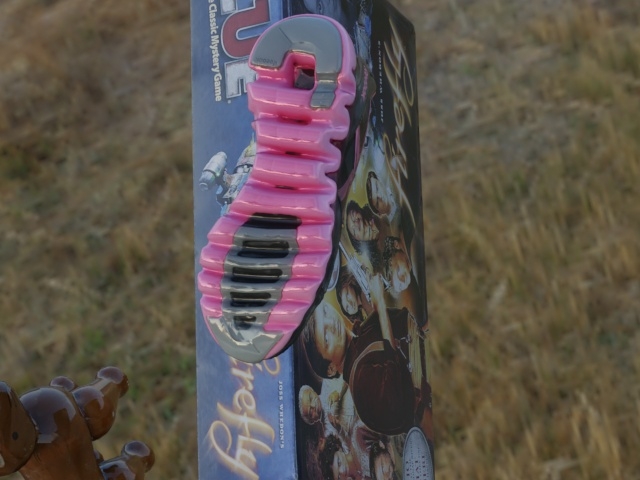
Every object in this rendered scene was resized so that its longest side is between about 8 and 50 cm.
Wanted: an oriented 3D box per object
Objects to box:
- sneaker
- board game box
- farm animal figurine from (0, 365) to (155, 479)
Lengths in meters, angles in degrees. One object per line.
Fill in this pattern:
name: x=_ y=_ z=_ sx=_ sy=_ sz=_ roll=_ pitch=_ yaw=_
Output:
sneaker: x=-0.005 y=-0.015 z=0.560 sx=0.047 sy=0.057 sz=0.119 roll=14 pitch=87 yaw=21
board game box: x=0.000 y=0.000 z=0.685 sx=0.042 sy=0.165 sz=0.243 roll=-7 pitch=76 yaw=21
farm animal figurine: x=-0.273 y=0.149 z=0.856 sx=0.330 sy=0.327 sz=0.172 roll=18 pitch=30 yaw=11
